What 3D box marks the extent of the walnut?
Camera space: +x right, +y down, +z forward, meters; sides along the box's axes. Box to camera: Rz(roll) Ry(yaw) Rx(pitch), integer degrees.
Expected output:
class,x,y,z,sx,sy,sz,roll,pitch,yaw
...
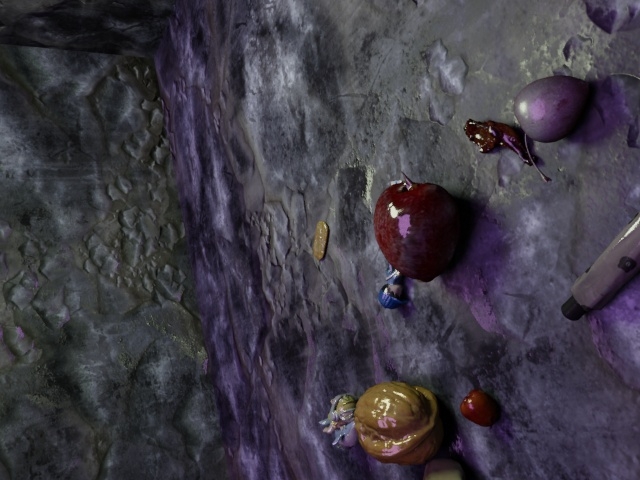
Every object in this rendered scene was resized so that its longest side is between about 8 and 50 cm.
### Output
class,x,y,z,sx,sy,sz,roll,pitch,yaw
walnut,0.218,0.495,1.516,0.224,0.257,0.257,55,150,-12

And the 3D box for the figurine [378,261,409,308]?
class,x,y,z,sx,sy,sz,roll,pitch,yaw
figurine,0.209,0.124,1.603,0.086,0.088,0.149,-35,-57,-83

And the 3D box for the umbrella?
class,x,y,z,sx,sy,sz,roll,pitch,yaw
umbrella,0.557,0.033,1.025,0.073,0.067,0.337,-107,31,-44

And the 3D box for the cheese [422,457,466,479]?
class,x,y,z,sx,sy,sz,roll,pitch,yaw
cheese,0.286,0.764,1.359,0.328,0.130,0.350,-39,-44,-74

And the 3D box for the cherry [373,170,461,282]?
class,x,y,z,sx,sy,sz,roll,pitch,yaw
cherry,0.244,-0.027,1.406,0.230,0.203,0.300,14,120,55

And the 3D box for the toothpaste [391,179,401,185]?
class,x,y,z,sx,sy,sz,roll,pitch,yaw
toothpaste,0.220,-0.076,1.597,0.048,0.031,0.190,-2,89,61

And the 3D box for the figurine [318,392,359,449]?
class,x,y,z,sx,sy,sz,roll,pitch,yaw
figurine,0.076,0.595,1.841,0.209,0.129,0.183,-19,76,62

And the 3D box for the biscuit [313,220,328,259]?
class,x,y,z,sx,sy,sz,roll,pitch,yaw
biscuit,0.000,0.000,1.975,0.071,0.019,0.147,42,128,50

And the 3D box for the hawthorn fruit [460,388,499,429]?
class,x,y,z,sx,sy,sz,roll,pitch,yaw
hawthorn fruit,0.391,0.412,1.353,0.093,0.081,0.081,41,134,11

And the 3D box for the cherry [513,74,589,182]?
class,x,y,z,sx,sy,sz,roll,pitch,yaw
cherry,0.471,-0.237,1.104,0.148,0.115,0.188,-28,74,15

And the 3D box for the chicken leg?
class,x,y,z,sx,sy,sz,roll,pitch,yaw
chicken leg,0.400,-0.229,1.262,0.205,0.053,0.093,42,152,57
